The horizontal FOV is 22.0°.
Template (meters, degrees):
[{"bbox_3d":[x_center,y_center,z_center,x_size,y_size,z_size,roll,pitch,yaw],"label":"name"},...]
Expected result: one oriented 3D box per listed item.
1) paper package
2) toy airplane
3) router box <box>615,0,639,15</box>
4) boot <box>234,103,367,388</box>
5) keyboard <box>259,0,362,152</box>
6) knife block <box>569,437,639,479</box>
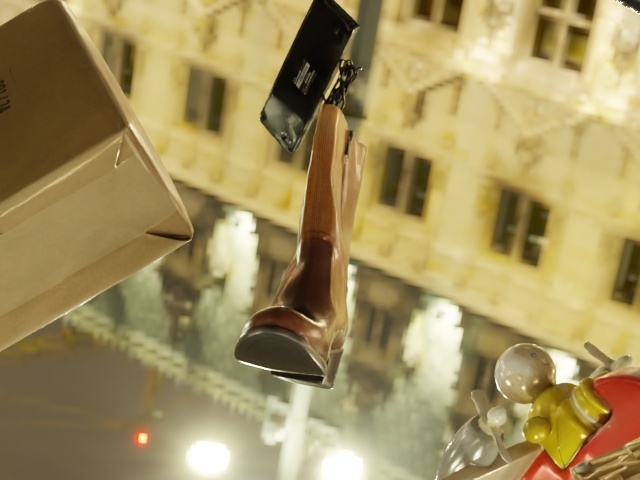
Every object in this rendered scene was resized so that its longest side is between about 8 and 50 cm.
[{"bbox_3d":[-0.338,-0.068,1.783,0.309,0.168,0.325,-31,-138,-3],"label":"paper package"},{"bbox_3d":[0.315,0.280,2.313,0.384,0.272,0.386,-25,171,-1],"label":"toy airplane"},{"bbox_3d":[0.372,-0.335,1.744,0.309,0.081,0.243,26,159,-19],"label":"router box"},{"bbox_3d":[0.000,0.000,1.673,0.096,0.280,0.264,8,171,18],"label":"boot"},{"bbox_3d":[0.000,-0.180,1.853,0.038,0.192,0.100,-13,-127,-40],"label":"keyboard"},{"bbox_3d":[0.282,0.286,1.194,0.088,0.242,0.275,-23,-172,3],"label":"knife block"}]
